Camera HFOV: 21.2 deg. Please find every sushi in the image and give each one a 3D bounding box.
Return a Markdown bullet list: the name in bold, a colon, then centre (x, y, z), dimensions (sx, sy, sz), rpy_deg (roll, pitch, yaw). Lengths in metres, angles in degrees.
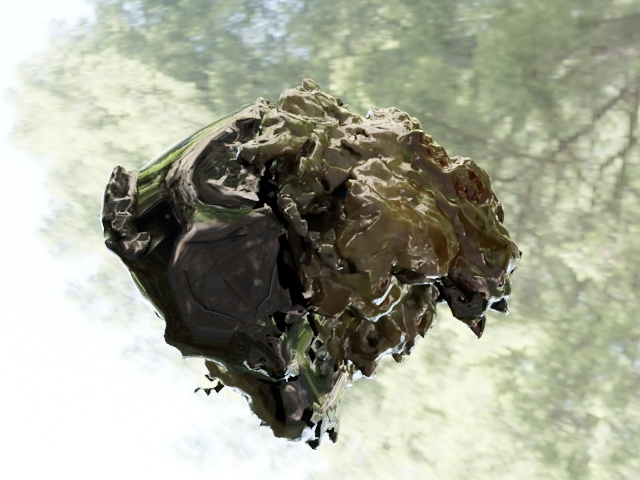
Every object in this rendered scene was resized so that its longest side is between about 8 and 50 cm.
- **sushi**: centre (0.005, -0.003, 1.119), dimensions (0.219, 0.238, 0.225), rpy_deg (-31, -32, 16)
